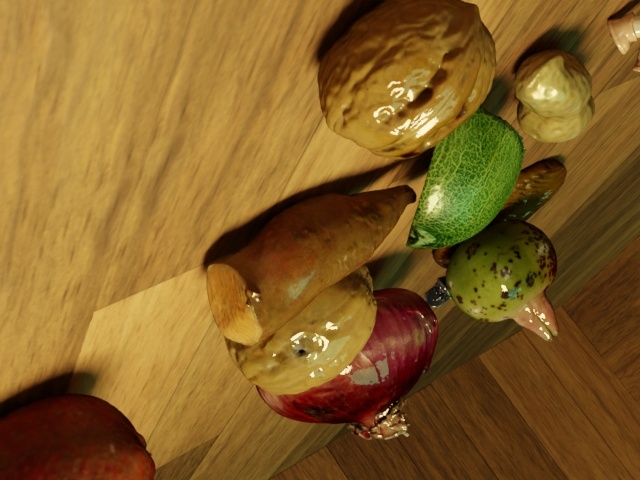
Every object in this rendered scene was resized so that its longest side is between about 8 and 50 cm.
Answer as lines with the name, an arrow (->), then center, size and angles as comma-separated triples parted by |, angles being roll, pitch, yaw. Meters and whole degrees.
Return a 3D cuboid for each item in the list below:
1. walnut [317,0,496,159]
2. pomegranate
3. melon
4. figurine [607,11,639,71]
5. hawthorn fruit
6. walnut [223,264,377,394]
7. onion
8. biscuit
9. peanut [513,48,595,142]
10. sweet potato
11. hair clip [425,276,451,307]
walnut -> 0.088, -0.168, 1.037 | 0.184, 0.155, 0.155 | -38, 164, 27
pomegranate -> 0.363, 0.084, 1.959 | 0.214, 0.248, 0.214 | -37, 166, -11
melon -> 0.199, -0.063, 1.452 | 0.265, 0.129, 0.169 | 93, 16, -72
figurine -> 0.542, -0.344, 1.470 | 0.276, 0.133, 0.200 | -36, 176, 21
hawthorn fruit -> -0.362, 0.367, 1.378 | 0.325, 0.308, 0.308 | -39, 166, -24
walnut -> -0.027, 0.115, 1.501 | 0.245, 0.198, 0.198 | -41, 163, 8
onion -> 0.061, 0.233, 1.857 | 0.347, 0.285, 0.347 | -26, 171, -5
biscuit -> 0.358, -0.049, 2.074 | 0.318, 0.040, 0.318 | -33, 164, -11
peanut -> 0.334, -0.204, 1.490 | 0.117, 0.101, 0.263 | -56, 163, -1
sweet potato -> -0.002, 0.000, 1.379 | 0.336, 0.131, 0.131 | -38, 166, -27
hair clip -> 0.356, 0.075, 2.406 | 0.275, 0.048, 0.083 | -25, 157, -34
